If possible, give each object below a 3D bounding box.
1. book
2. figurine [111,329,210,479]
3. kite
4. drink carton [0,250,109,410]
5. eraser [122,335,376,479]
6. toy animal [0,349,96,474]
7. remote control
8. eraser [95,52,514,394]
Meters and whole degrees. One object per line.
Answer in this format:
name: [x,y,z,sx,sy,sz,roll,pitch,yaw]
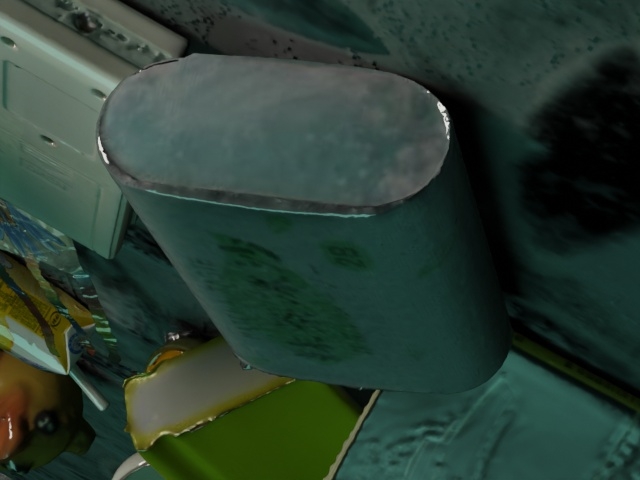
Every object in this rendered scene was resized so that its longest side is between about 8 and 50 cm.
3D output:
book: [0.176,0.221,0.992,0.374,0.262,0.028,29,-154,3]
figurine: [-0.059,0.152,1.339,0.250,0.141,0.166,2,136,-18]
kite: [-0.240,0.005,1.264,0.169,0.015,0.310,20,148,26]
drink carton: [-0.259,0.075,1.450,0.200,0.074,0.084,35,162,-20]
eraser: [-0.028,0.150,1.186,0.158,0.069,0.226,-27,138,13]
toy animal: [-0.367,0.151,1.697,0.281,0.195,0.169,35,-159,-5]
remote control: [-0.143,-0.071,0.916,0.103,0.055,0.277,30,159,-1]
eraser: [0.000,0.000,0.819,0.174,0.081,0.227,4,156,17]
